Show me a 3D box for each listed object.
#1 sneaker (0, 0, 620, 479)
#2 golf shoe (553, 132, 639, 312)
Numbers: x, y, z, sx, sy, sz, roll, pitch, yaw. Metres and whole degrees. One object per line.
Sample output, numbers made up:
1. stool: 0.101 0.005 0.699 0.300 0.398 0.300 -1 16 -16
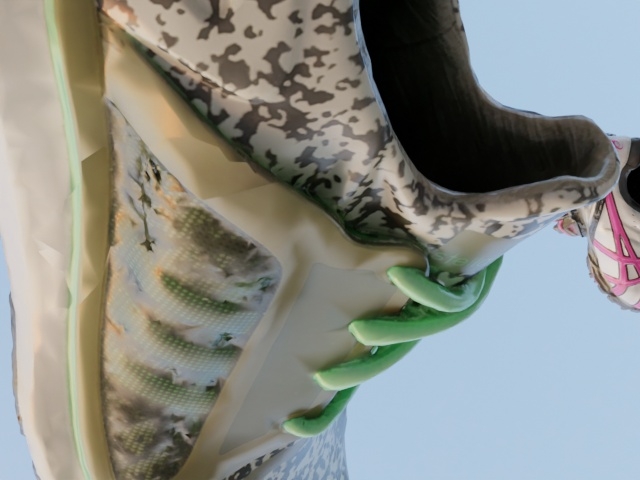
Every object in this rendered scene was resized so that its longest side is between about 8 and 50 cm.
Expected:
1. sneaker: 0.000 0.000 0.424 0.410 0.182 0.158 80 -153 -47
2. golf shoe: 0.224 -0.006 0.915 0.186 0.086 0.067 43 -130 -39
